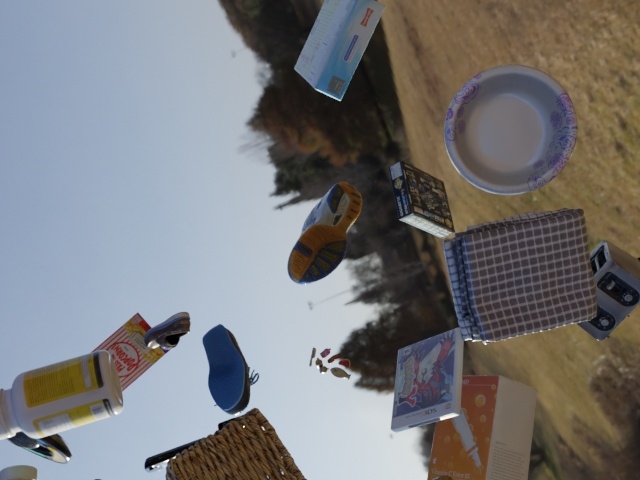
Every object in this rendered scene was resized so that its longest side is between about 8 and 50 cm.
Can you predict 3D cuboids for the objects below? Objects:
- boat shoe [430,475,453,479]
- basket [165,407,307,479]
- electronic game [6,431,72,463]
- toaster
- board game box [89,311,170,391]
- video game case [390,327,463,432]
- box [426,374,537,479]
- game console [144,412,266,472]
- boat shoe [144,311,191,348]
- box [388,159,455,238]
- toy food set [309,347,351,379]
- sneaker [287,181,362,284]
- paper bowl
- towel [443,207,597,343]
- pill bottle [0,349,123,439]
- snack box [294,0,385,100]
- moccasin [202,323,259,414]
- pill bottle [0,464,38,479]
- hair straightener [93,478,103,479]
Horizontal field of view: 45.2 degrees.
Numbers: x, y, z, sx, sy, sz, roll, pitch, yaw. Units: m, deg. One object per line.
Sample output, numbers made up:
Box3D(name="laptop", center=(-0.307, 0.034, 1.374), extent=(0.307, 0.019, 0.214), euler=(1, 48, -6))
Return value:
Box3D(name="boat shoe", center=(0.253, 0.708, 1.956), extent=(0.111, 0.307, 0.104), euler=(40, -141, 8))
Box3D(name="basket", center=(-0.152, 0.541, 1.573), extent=(0.299, 0.223, 0.213), euler=(51, 151, 22))
Box3D(name="electronic game", center=(-0.607, 0.391, 1.557), extent=(0.048, 0.229, 0.229), euler=(-64, -35, -29))
Box3D(name="toaster", center=(0.633, 0.103, 1.711), extent=(0.110, 0.168, 0.185), euler=(35, -154, -1))
Box3D(name="board game box", center=(-0.554, 0.325, 2.224), extent=(0.146, 0.193, 0.045), euler=(49, 167, -5))
Box3D(name="video game case", center=(0.231, 0.303, 1.669), extent=(0.023, 0.183, 0.201), euler=(34, -132, -28))
Box3D(name="box", center=(0.442, 0.557, 2.113), extent=(0.168, 0.215, 0.345), euler=(25, -113, -31))
Box3D(name="game console", center=(-0.332, 0.606, 2.244), extent=(0.213, 0.362, 0.044), euler=(91, 158, -56))
Box3D(name="boat shoe", center=(-0.426, 0.264, 2.131), extent=(0.066, 0.183, 0.066), euler=(10, -127, -44))
Box3D(name="box", center=(0.293, -0.116, 2.204), extent=(0.220, 0.051, 0.175), euler=(19, -127, -45))
Box3D(name="toy food set", center=(0.030, 0.340, 2.146), extent=(0.019, 0.122, 0.077), euler=(-12, -66, -79))
Box3D(name="sneaker", center=(0.000, 0.000, 1.793), extent=(0.112, 0.131, 0.296), euler=(39, -125, -10))
Box3D(name="paper bowl", center=(0.421, -0.244, 1.731), extent=(0.148, 0.284, 0.284), euler=(-31, -82, -79))
Box3D(name="towel", center=(0.404, 0.070, 1.539), extent=(0.121, 0.284, 0.234), euler=(-149, 47, -76))
Box3D(name="pill bottle", center=(-0.400, 0.238, 1.164), extent=(0.103, 0.184, 0.103), euler=(165, 90, -80))
Box3D(name="snack box", center=(0.028, -0.395, 1.519), extent=(0.060, 0.187, 0.322), euler=(22, -165, -16))
Box3D(name="moccasin", center=(-0.238, 0.362, 2.146), extent=(0.116, 0.138, 0.342), euler=(54, -171, -34))
Box3D(name="pill bottle", center=(-0.639, 0.580, 1.620), extent=(0.108, 0.108, 0.193), euler=(59, -166, -54))
Box3D(name="hair straightener", center=(-0.309, 0.432, 1.067), extent=(0.089, 0.047, 0.230), euler=(-22, -58, -59))
